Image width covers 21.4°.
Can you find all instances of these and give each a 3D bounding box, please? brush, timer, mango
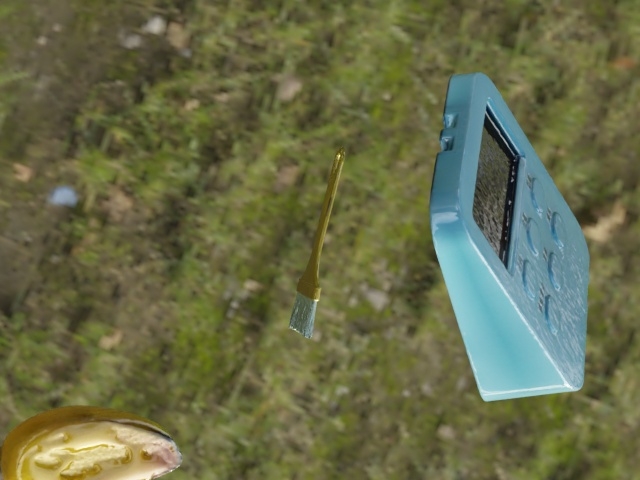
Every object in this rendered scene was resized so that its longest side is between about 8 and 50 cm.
[{"bbox_3d":[0.000,0.000,1.799,0.011,0.083,0.205,12,92,-13],"label":"brush"},{"bbox_3d":[0.172,-0.007,1.550,0.232,0.091,0.250,-77,151,-46],"label":"timer"},{"bbox_3d":[-0.228,0.208,1.645,0.187,0.066,0.101,-6,105,-10],"label":"mango"}]
